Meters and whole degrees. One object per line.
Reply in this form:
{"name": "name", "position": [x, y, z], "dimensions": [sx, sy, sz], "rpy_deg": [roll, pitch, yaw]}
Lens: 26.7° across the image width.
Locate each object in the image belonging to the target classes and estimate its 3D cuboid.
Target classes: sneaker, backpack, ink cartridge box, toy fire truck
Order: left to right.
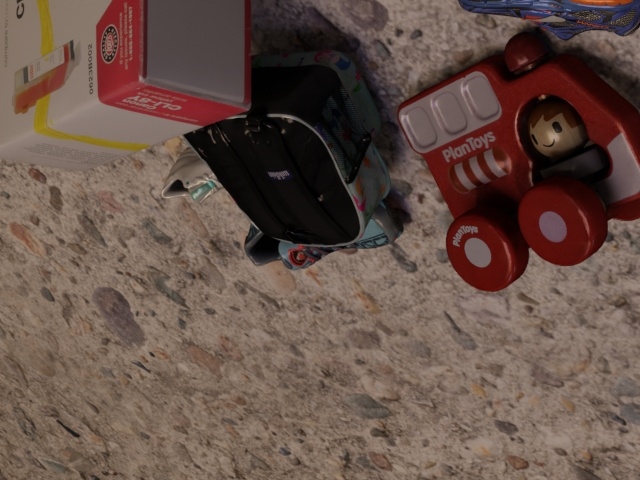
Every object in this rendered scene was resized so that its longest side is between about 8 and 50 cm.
{"name": "ink cartridge box", "position": [-0.260, -0.260, 1.654], "dimensions": [0.160, 0.279, 0.385], "rpy_deg": [8, 165, -39]}
{"name": "sneaker", "position": [-0.148, -0.093, 1.938], "dimensions": [0.212, 0.094, 0.080], "rpy_deg": [-12, 122, 47]}
{"name": "backpack", "position": [-0.029, -0.114, 1.723], "dimensions": [0.225, 0.191, 0.253], "rpy_deg": [1, 134, 37]}
{"name": "sneaker", "position": [0.000, 0.000, 1.891], "dimensions": [0.262, 0.125, 0.104], "rpy_deg": [-4, 130, 43]}
{"name": "toy fire truck", "position": [0.238, -0.100, 1.558], "dimensions": [0.302, 0.169, 0.254], "rpy_deg": [-24, 95, 51]}
{"name": "sneaker", "position": [0.243, -0.251, 1.431], "dimensions": [0.221, 0.083, 0.087], "rpy_deg": [12, 147, 36]}
